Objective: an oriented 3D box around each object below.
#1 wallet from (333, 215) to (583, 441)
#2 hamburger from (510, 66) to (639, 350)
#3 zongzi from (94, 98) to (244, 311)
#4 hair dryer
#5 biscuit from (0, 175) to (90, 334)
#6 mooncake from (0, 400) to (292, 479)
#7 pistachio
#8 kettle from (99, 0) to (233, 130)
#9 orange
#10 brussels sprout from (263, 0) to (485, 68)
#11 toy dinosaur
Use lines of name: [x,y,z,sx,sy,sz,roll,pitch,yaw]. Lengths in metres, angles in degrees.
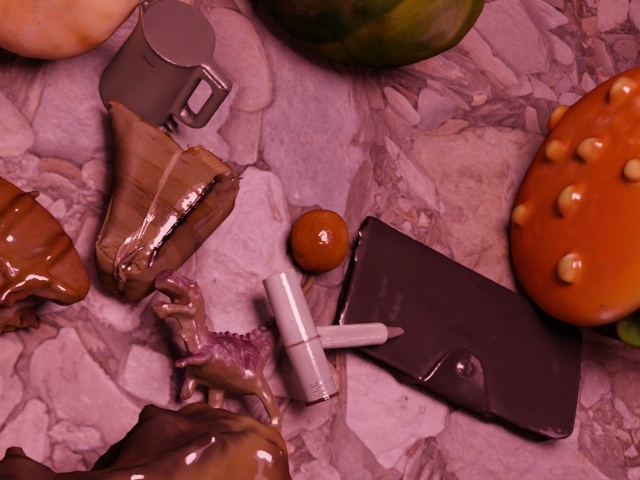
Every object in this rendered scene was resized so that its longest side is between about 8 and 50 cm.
wallet: [0.187,0.122,1.194,0.377,0.051,0.197,28,58,-16]
hamburger: [0.445,-0.038,1.207,0.277,0.395,0.396,22,60,-22]
zongzi: [-0.213,-0.051,1.008,0.197,0.099,0.194,37,61,3]
hair dryer: [0.028,0.097,1.070,0.183,0.044,0.155,-15,83,-42]
biscuit: [-0.410,0.055,0.827,0.268,0.115,0.366,45,53,-7]
mooncake: [-0.219,0.251,0.726,0.394,0.246,0.393,-46,123,-31]
pistachio: [-0.288,-0.339,0.998,0.321,0.238,0.229,-56,137,-29]
kettle: [-0.184,-0.193,1.047,0.098,0.148,0.127,-8,75,-34]
orange: [0.000,0.000,1.122,0.085,0.085,0.085,12,64,-26]
brussels sprout: [0.054,-0.397,1.181,0.281,0.289,0.355,-35,118,-36]
toy dinosaur: [-0.083,0.123,1.012,0.251,0.072,0.200,7,75,-38]
